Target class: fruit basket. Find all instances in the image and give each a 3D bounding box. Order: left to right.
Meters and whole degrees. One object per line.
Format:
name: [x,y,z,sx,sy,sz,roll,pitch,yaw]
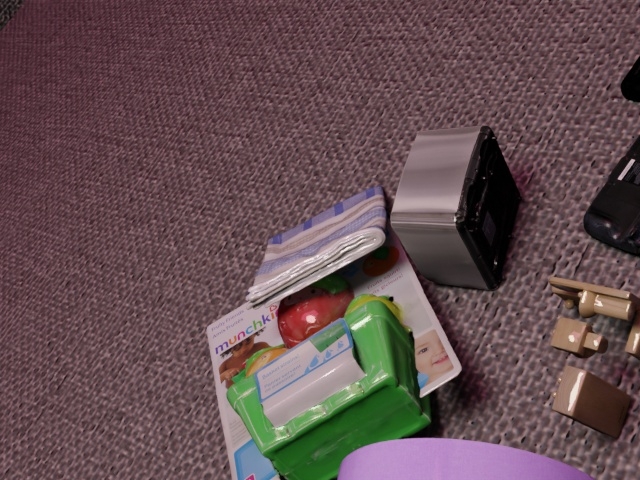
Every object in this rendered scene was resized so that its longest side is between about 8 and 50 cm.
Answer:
fruit basket: [-0.009,0.135,1.195,0.327,0.165,0.353,-32,40,9]

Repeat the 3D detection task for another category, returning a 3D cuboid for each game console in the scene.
game console: [0.460,-0.139,1.178,0.213,0.044,0.361,25,72,46]

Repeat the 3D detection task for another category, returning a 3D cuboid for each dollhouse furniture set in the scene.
dollhouse furniture set: [0.286,0.125,1.027,0.123,0.144,0.151,12,78,46]

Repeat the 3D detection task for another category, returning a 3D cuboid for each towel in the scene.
towel: [0.000,0.000,1.290,0.209,0.034,0.285,-28,12,11]

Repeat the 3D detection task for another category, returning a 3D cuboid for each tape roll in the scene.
tape roll: [0.145,0.287,0.877,0.275,0.275,0.090,-9,51,29]

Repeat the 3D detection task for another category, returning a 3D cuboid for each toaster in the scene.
toaster: [0.182,-0.047,1.193,0.110,0.185,0.168,1,57,30]
